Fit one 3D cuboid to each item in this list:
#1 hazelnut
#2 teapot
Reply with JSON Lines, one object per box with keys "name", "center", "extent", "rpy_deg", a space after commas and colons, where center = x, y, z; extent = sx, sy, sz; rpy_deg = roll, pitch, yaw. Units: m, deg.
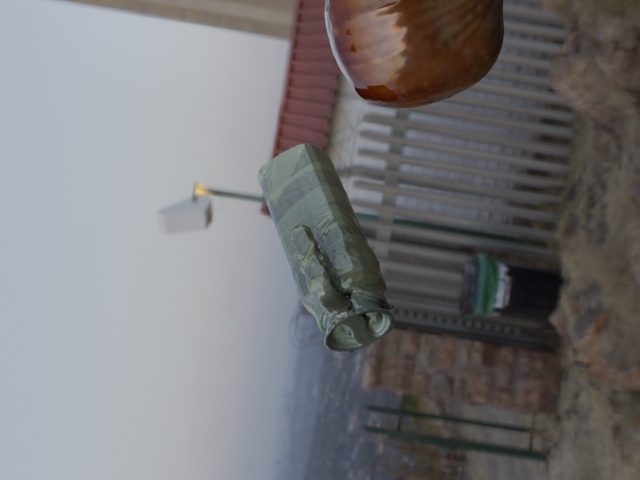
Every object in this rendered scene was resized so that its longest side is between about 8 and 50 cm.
{"name": "hazelnut", "center": [0.079, -0.186, 0.759], "extent": [0.150, 0.150, 0.150], "rpy_deg": [9, -90, -90]}
{"name": "teapot", "center": [0.000, 0.000, 0.872], "extent": [0.107, 0.077, 0.200], "rpy_deg": [45, -161, -54]}
